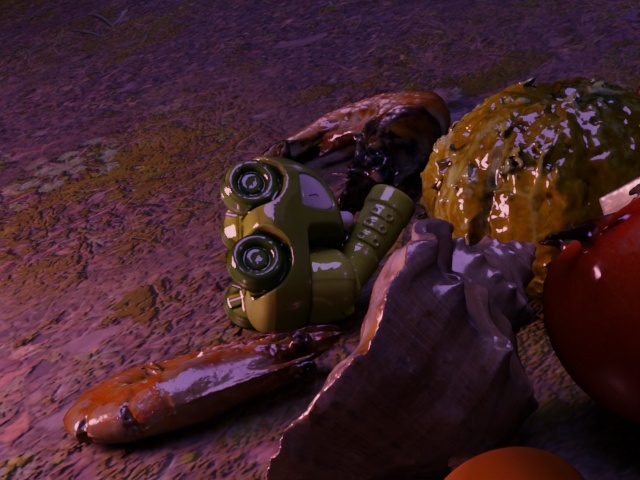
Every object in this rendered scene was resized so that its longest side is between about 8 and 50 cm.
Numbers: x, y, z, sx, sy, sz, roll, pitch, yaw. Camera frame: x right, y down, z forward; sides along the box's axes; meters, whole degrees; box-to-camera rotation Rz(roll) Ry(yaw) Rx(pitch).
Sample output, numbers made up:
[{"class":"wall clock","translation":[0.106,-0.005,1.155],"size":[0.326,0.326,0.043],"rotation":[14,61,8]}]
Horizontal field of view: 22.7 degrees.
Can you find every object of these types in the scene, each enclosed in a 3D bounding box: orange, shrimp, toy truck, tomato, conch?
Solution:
[{"class":"orange","translation":[0.257,-0.067,1.710],"size":[0.300,0.223,0.301],"rotation":[-8,21,-7]},{"class":"shrimp","translation":[0.033,-0.117,2.109],"size":[0.272,0.085,0.445],"rotation":[-11,19,12]},{"class":"toy truck","translation":[-0.015,0.013,1.715],"size":[0.210,0.148,0.187],"rotation":[13,63,1]},{"class":"tomato","translation":[0.319,0.045,1.377],"size":[0.256,0.224,0.256],"rotation":[-30,-13,-8]},{"class":"conch","translation":[0.089,0.114,1.364],"size":[0.186,0.263,0.324],"rotation":[21,68,22]},{"class":"shrimp","translation":[-0.116,0.136,1.594],"size":[0.294,0.062,0.154],"rotation":[-14,17,-6]}]

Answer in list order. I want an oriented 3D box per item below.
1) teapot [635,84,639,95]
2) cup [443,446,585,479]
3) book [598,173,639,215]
[{"class":"teapot","translation":[0.417,-0.135,1.826],"size":[0.178,0.135,0.252],"rotation":[-49,-8,2]},{"class":"cup","translation":[0.176,0.257,1.049],"size":[0.226,0.182,0.264],"rotation":[21,16,-16]},{"class":"book","translation":[0.487,-0.075,1.540],"size":[0.371,0.043,0.260],"rotation":[-1,-21,-33]}]
